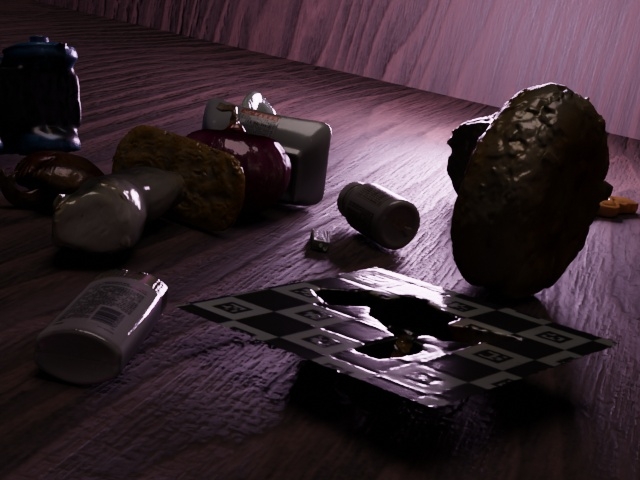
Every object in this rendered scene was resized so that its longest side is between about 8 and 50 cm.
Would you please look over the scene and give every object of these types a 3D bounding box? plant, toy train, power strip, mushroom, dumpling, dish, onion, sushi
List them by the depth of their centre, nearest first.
[{"bbox_3d":[0.082,0.119,1.400,0.343,0.064,0.359,17,16,37],"label":"sushi"},{"bbox_3d":[-0.263,-0.047,1.696,0.109,0.097,0.351,-2,12,9],"label":"mushroom"},{"bbox_3d":[-0.368,-0.083,1.802,0.135,0.080,0.171,11,7,42],"label":"mushroom"},{"bbox_3d":[-0.508,-0.198,1.874,0.265,0.187,0.300,-2,2,41],"label":"toy train"},{"bbox_3d":[0.000,0.000,1.890,0.027,0.017,0.083,9,13,-4],"label":"power strip"},{"bbox_3d":[-0.132,-0.108,1.946,0.177,0.153,0.177,26,20,-10],"label":"onion"},{"bbox_3d":[-0.097,-0.128,2.071,0.213,0.151,0.077,14,33,10],"label":"dish"},{"bbox_3d":[-0.106,-0.170,2.242,0.152,0.108,0.219,53,3,18],"label":"dumpling"},{"bbox_3d":[0.360,-0.144,2.400,0.234,0.204,0.178,-2,22,-23],"label":"plant"}]

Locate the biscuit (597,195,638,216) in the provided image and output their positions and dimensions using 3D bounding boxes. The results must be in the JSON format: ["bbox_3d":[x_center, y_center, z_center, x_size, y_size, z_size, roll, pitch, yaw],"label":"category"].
[{"bbox_3d":[0.531,-0.079,2.586,0.144,0.040,0.236,14,11,34],"label":"biscuit"}]

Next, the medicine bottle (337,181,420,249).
[{"bbox_3d":[0.085,-0.043,1.992,0.079,0.079,0.140,3,16,-31],"label":"medicine bottle"}]

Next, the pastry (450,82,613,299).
[{"bbox_3d":[0.294,-0.073,1.831,0.136,0.329,0.330,21,17,30],"label":"pastry"}]

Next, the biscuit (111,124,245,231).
[{"bbox_3d":[-0.207,-0.091,1.872,0.247,0.118,0.029,20,11,32],"label":"biscuit"}]

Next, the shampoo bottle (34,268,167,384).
[{"bbox_3d":[-0.217,0.083,1.318,0.086,0.055,0.227,10,14,2],"label":"shampoo bottle"}]
